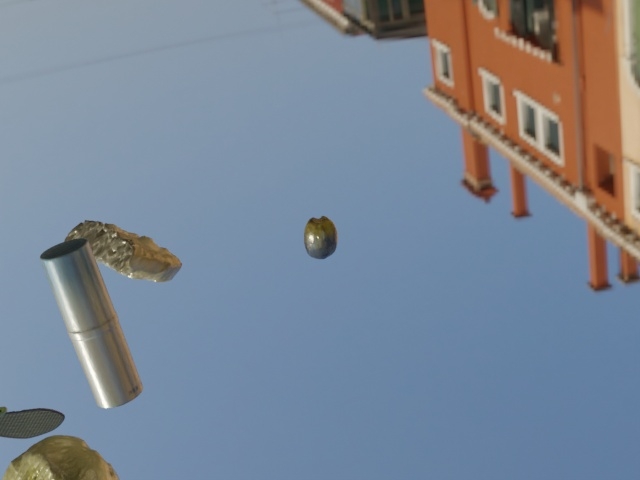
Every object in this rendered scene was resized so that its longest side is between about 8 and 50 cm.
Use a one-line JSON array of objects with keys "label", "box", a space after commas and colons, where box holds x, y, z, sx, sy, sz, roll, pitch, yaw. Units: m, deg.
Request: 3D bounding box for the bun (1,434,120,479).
[{"label": "bun", "box": [-0.411, 0.425, 1.750, 0.229, 0.230, 0.145, 9, -175, 35]}]

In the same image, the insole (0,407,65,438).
[{"label": "insole", "box": [-0.597, 0.350, 2.066, 0.253, 0.086, 0.005, 12, -150, -50]}]

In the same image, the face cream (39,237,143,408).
[{"label": "face cream", "box": [-0.339, 0.124, 1.611, 0.077, 0.250, 0.077, -14, -162, 5]}]

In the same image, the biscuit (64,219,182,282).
[{"label": "biscuit", "box": [-0.363, 0.023, 2.074, 0.179, 0.084, 0.281, 19, 179, -40]}]

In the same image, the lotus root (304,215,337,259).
[{"label": "lotus root", "box": [0.000, 0.000, 1.732, 0.054, 0.099, 0.049, -9, -126, -7]}]

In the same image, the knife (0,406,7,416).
[{"label": "knife", "box": [-0.650, 0.348, 1.808, 0.293, 0.020, 0.043, -25, -128, -39]}]
